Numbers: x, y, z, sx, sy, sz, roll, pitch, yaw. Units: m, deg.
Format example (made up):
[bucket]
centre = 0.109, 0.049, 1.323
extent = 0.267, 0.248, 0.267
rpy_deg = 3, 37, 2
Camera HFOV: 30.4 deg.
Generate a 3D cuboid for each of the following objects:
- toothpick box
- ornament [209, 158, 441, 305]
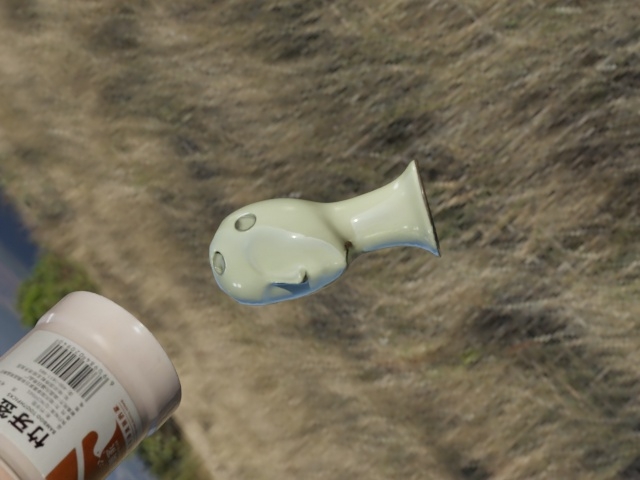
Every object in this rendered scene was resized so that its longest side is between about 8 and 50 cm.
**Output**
[toothpick box]
centre = -0.162, 0.110, 0.665
extent = 0.098, 0.149, 0.098
rpy_deg = 25, 140, 24
[ornament]
centre = 0.000, 0.000, 0.802
extent = 0.081, 0.156, 0.075
rpy_deg = -93, -13, -54
